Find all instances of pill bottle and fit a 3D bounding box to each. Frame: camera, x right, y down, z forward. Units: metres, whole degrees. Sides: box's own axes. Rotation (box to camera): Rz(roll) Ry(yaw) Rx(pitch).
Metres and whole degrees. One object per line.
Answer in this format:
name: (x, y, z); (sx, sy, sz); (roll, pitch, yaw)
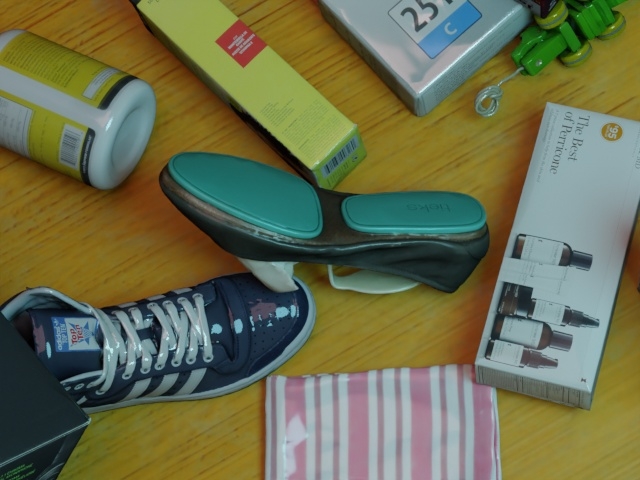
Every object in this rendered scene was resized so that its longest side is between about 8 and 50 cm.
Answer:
pill bottle: (-0.243, -0.122, 1.658); (0.184, 0.103, 0.103); (24, 79, 14)

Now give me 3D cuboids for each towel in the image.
towel: (0.049, 0.174, 1.572); (0.197, 0.029, 0.144); (-4, 73, 8)

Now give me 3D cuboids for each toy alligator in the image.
toy alligator: (0.198, -0.177, 1.638); (0.189, 0.056, 0.051); (-38, 31, -2)

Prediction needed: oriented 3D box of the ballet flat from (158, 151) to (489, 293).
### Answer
ballet flat: (0.000, 0.000, 1.562); (0.280, 0.096, 0.095); (10, 35, -9)

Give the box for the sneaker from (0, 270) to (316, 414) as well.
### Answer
sneaker: (-0.147, 0.079, 1.562); (0.282, 0.153, 0.099); (-15, 74, 4)

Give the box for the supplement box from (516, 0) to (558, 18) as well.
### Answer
supplement box: (0.145, -0.272, 1.504); (0.130, 0.239, 0.073); (36, 85, 14)

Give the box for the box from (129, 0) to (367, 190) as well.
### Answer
box: (-0.063, -0.142, 1.646); (0.058, 0.087, 0.232); (-44, 72, -5)

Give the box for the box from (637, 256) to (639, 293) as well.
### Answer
box: (0.352, 0.112, 1.454); (0.057, 0.201, 0.293); (-35, 73, -2)

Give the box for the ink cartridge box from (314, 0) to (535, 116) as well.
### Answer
ink cartridge box: (0.110, -0.298, 1.675); (0.296, 0.066, 0.261); (-41, 74, -4)

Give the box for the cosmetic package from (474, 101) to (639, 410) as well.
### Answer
cosmetic package: (0.203, 0.010, 1.566); (0.099, 0.060, 0.239); (13, 71, 10)

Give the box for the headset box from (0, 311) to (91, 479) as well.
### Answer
headset box: (-0.340, 0.146, 1.501); (0.246, 0.283, 0.131); (47, 41, 18)
